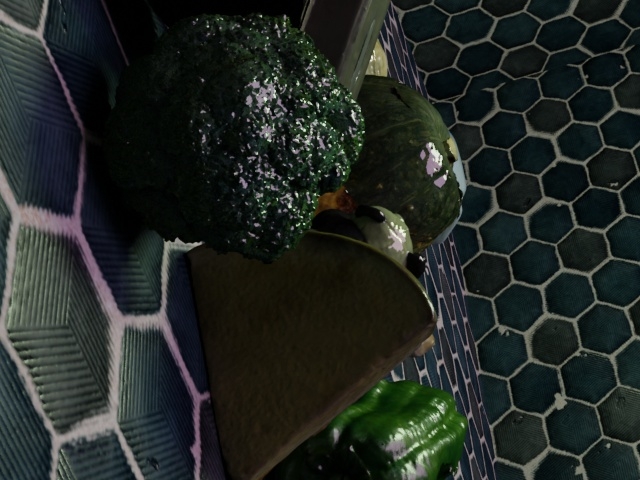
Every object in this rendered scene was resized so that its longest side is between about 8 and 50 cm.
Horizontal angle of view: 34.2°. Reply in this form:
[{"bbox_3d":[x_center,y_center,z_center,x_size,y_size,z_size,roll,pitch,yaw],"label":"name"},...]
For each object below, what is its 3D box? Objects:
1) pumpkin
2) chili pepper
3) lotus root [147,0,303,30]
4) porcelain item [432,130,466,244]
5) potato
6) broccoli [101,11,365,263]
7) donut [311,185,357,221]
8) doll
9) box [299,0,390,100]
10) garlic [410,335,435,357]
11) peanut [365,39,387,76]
[{"bbox_3d":[0.098,-0.112,1.708,0.292,0.257,0.328,57,18,-45],"label":"pumpkin"},{"bbox_3d":[0.071,0.265,1.339,0.168,0.213,0.385,65,18,9],"label":"chili pepper"},{"bbox_3d":[-0.145,-0.356,1.122,0.398,0.179,0.196,58,5,-17],"label":"lotus root"},{"bbox_3d":[0.168,-0.133,2.091,0.405,0.242,0.179,-88,-178,-68],"label":"porcelain item"},{"bbox_3d":[0.009,0.111,1.126,0.112,0.255,0.270,18,58,-72],"label":"potato"},{"bbox_3d":[-0.087,-0.092,1.049,0.270,0.269,0.270,123,-40,-66],"label":"broccoli"},{"bbox_3d":[0.000,0.000,1.461,0.295,0.151,0.112,56,10,-27],"label":"donut"},{"bbox_3d":[0.011,0.035,1.313,0.144,0.234,0.135,72,-18,-1],"label":"doll"},{"bbox_3d":[-0.020,-0.268,1.380,0.220,0.166,0.291,-27,137,-78],"label":"box"},{"bbox_3d":[0.129,0.105,1.952,0.228,0.110,0.217,70,-2,-65],"label":"garlic"},{"bbox_3d":[0.015,-0.373,1.903,0.174,0.158,0.340,-47,122,-39],"label":"peanut"}]
